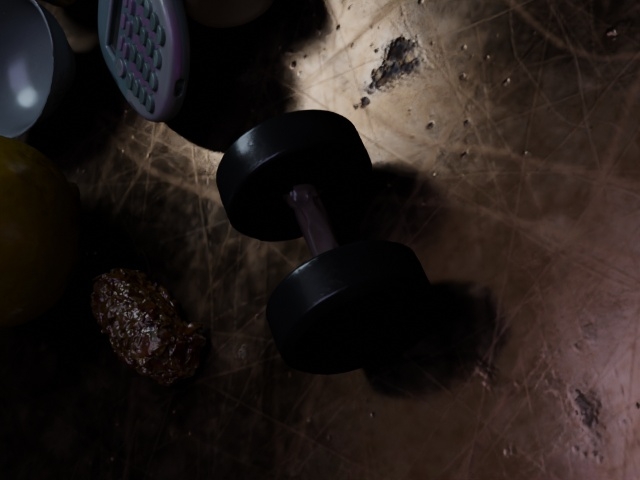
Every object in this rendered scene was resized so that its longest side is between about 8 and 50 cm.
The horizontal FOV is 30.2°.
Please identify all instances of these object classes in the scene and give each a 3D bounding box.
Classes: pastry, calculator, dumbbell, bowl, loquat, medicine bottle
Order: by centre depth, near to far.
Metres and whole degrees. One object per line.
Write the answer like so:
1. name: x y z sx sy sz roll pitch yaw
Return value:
1. dumbbell: 0.000 0.000 1.119 0.152 0.152 0.218 -37 56 21
2. pastry: -0.197 0.090 1.288 0.169 0.063 0.087 38 96 39
3. loquat: -0.375 -0.012 1.360 0.244 0.244 0.243 -12 68 32
4. medicine bottle: -0.126 -0.370 1.360 0.114 0.114 0.252 -29 59 25
5. calculator: -0.211 -0.256 1.373 0.299 0.041 0.185 57 143 43
6. bowl: -0.364 -0.218 1.487 0.189 0.086 0.189 3 95 38

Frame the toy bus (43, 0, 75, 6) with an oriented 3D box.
1. toy bus: -0.333 -0.398 1.501 0.126 0.136 0.209 30 92 55
